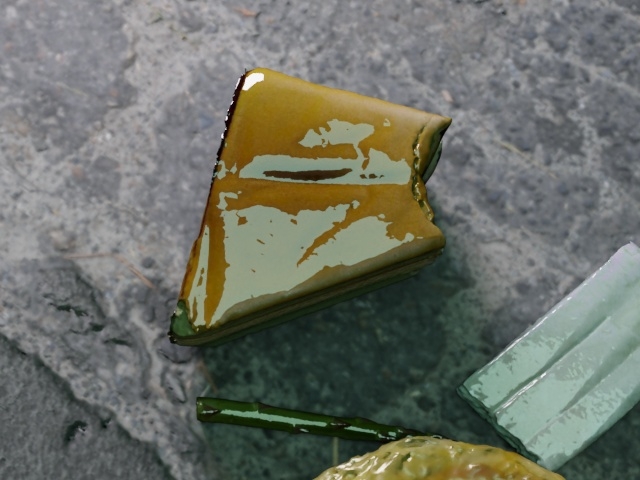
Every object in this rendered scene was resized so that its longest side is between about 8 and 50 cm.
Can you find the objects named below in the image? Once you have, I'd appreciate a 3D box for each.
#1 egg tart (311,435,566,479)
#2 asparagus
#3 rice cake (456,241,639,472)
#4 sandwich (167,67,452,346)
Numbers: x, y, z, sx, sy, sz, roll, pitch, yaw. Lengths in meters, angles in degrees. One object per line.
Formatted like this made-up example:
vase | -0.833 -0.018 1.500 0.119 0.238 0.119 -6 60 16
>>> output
egg tart | 0.096 0.319 1.092 0.341 0.129 0.341 1 76 -3
asparagus | 0.015 0.162 1.174 0.248 0.024 0.025 10 120 -2
rice cake | 0.235 0.101 1.194 0.211 0.038 0.124 -43 83 -11
sandwich | 0.000 0.000 1.140 0.198 0.155 0.227 15 77 0
